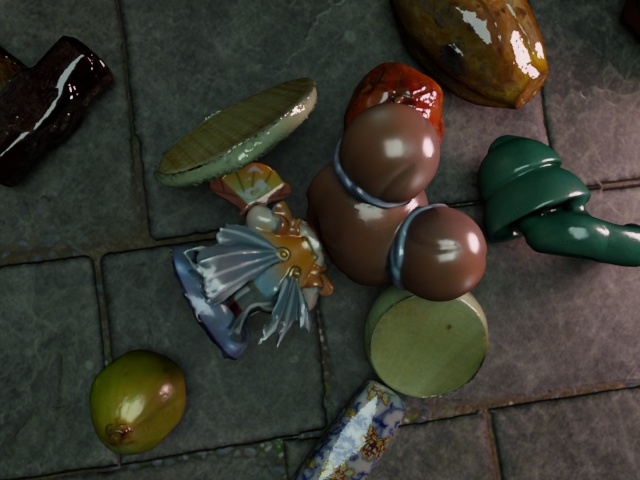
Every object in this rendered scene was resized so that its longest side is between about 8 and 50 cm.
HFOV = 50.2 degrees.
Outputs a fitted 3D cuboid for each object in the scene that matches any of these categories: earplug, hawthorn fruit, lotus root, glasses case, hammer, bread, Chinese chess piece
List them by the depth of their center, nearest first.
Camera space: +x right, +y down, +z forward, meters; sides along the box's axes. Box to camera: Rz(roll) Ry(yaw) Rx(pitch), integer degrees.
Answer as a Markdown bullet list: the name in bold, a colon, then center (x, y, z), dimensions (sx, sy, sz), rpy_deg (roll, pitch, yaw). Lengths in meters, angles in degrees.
- **bread**: center (-0.119, -0.153, 0.980), dimensions (0.267, 0.267, 0.040), rpy_deg (-32, 114, -6)
- **Chinese chess piece**: center (0.158, 0.143, 1.027), dimensions (0.188, 0.083, 0.188), rpy_deg (0, 110, 0)
- **hawthorn fruit**: center (0.116, -0.185, 1.033), dimensions (0.173, 0.179, 0.173), rpy_deg (9, 56, -13)
- **hammer**: center (-0.537, -0.296, 1.033), dimensions (0.409, 0.095, 0.242), rpy_deg (42, 84, 2)
- **glasses case**: center (0.035, 0.327, 1.036), dimensions (0.087, 0.065, 0.248), rpy_deg (39, 83, 1)
- **earplug**: center (0.373, -0.056, 1.049), dimensions (0.257, 0.164, 0.280), rpy_deg (-27, 77, -13)
- **lotus root**: center (0.232, -0.328, 1.051), dimensions (0.193, 0.193, 0.291), rpy_deg (-37, 89, -6)

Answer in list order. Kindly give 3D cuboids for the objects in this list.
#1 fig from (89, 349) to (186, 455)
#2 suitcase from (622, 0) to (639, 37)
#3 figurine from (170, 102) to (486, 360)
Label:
- **fig**: center (-0.267, 0.236, 0.998), dimensions (0.136, 0.121, 0.153), rpy_deg (-1, 62, 1)
- **suitcase**: center (0.668, -0.413, 1.098), dimensions (0.236, 0.161, 0.297), rpy_deg (44, 83, 0)
- **figurine**: center (-0.001, -0.001, 0.942), dimensions (0.388, 0.248, 0.277), rpy_deg (-27, 107, 1)
